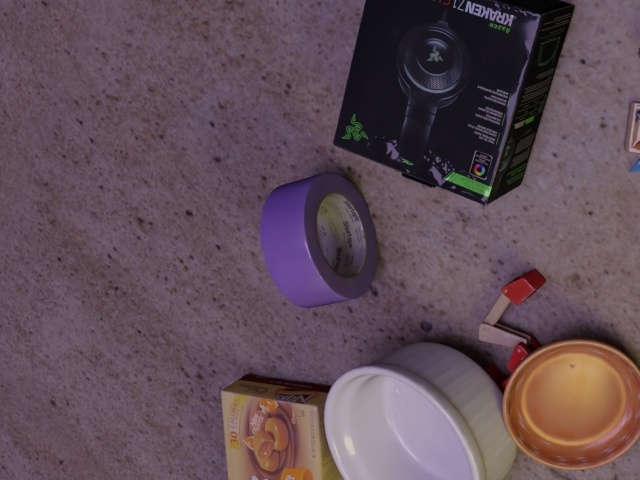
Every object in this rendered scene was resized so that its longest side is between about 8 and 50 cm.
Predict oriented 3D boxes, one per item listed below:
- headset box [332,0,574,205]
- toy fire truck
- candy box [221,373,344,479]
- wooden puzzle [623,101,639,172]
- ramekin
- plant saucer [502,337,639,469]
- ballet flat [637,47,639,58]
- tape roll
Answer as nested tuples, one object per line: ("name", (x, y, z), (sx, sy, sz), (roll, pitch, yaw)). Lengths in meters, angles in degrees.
("headset box", (0.171, -0.211, 1.572), (0.246, 0.131, 0.283), (25, 117, 23))
("toy fire truck", (0.273, 0.146, 1.671), (0.135, 0.047, 0.192), (50, 124, 9))
("candy box", (-0.056, 0.389, 1.916), (0.183, 0.087, 0.316), (5, 108, 29))
("wooden puzzle", (0.430, -0.143, 1.509), (0.079, 0.014, 0.116), (6, 108, 29))
("ramekin", (0.151, 0.282, 1.703), (0.277, 0.135, 0.277), (22, 125, 35))
("plant saucer", (0.351, 0.222, 1.617), (0.200, 0.037, 0.199), (2, 109, 5))
("ballet flat", (0.474, -0.230, 1.434), (0.168, 0.057, 0.052), (-10, 109, 33))
("tape roll", (0.000, 0.000, 1.703), (0.080, 0.189, 0.189), (-14, 97, 32))
